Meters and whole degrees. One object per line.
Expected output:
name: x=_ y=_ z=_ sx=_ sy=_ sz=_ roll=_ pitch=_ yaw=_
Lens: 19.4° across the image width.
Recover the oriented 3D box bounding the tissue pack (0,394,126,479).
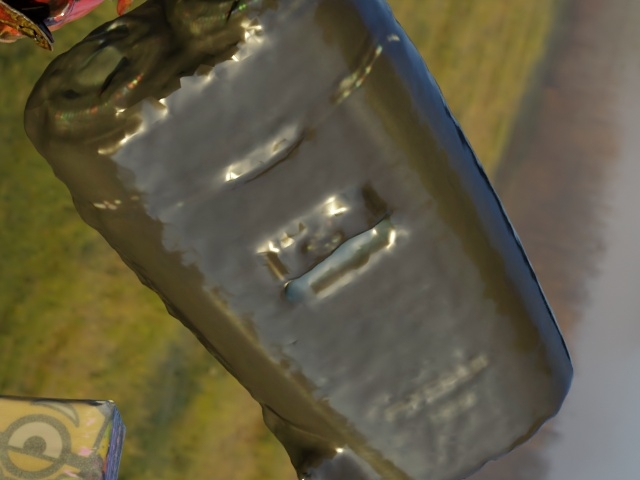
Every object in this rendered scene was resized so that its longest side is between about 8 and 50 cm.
tissue pack: x=-0.210 y=0.189 z=1.390 sx=0.060 sy=0.108 sz=0.148 roll=87 pitch=7 yaw=-57

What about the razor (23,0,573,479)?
razor: x=0.000 y=-0.001 z=0.986 sx=0.327 sy=0.189 sz=0.107 roll=56 pitch=6 yaw=-33

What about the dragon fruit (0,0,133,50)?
dragon fruit: x=-0.249 y=-0.270 z=1.593 sx=0.193 sy=0.274 sz=0.192 roll=30 pitch=-44 yaw=60
